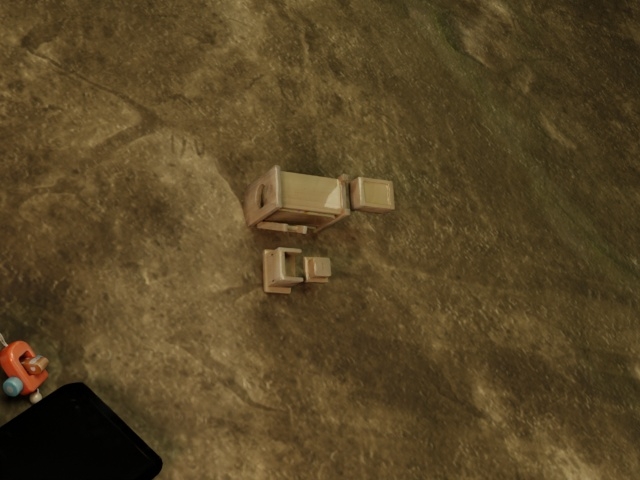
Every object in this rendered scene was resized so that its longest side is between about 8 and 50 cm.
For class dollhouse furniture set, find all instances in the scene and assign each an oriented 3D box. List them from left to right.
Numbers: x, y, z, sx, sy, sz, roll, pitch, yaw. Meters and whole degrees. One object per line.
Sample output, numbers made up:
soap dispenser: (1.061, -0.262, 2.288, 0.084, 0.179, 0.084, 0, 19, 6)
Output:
dollhouse furniture set: (0.000, 0.000, 1.379, 0.182, 0.101, 0.161, 6, 72, -28)

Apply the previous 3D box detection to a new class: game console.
game console: (-0.187, 0.304, 0.964, 0.361, 0.044, 0.213, 41, 41, 12)

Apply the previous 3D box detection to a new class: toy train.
toy train: (-0.326, 0.126, 0.999, 0.125, 0.046, 0.166, 63, 27, -8)
